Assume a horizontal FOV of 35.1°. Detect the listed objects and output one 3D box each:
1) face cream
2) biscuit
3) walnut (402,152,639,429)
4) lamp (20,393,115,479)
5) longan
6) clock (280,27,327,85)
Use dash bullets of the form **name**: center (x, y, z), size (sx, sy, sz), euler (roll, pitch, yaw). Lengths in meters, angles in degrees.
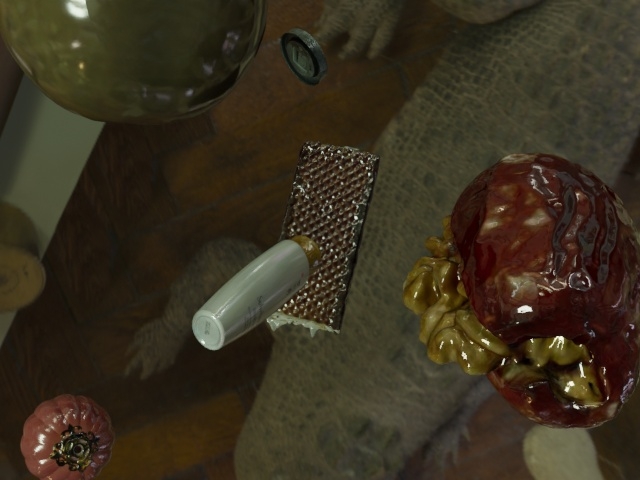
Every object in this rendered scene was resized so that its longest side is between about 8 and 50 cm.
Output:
- **face cream**: center (-0.064, 0.052, 1.068), size (0.051, 0.182, 0.072), euler (25, 127, 22)
- **biscuit**: center (0.000, 0.000, 1.302), size (0.106, 0.070, 0.252), euler (13, 80, 4)
- **walnut**: center (0.205, 0.048, 1.023), size (0.243, 0.269, 0.222), euler (3, 124, 5)
- **lamp**: center (-0.290, 0.230, 1.162), size (0.107, 0.092, 0.108), euler (-2, 93, -29)
- **longan**: center (-0.209, -0.277, 1.109), size (0.318, 0.319, 0.319), euler (-4, 108, -12)
- **clock**: center (-0.023, -0.254, 1.398), size (0.017, 0.085, 0.085), euler (-37, 113, -23)
